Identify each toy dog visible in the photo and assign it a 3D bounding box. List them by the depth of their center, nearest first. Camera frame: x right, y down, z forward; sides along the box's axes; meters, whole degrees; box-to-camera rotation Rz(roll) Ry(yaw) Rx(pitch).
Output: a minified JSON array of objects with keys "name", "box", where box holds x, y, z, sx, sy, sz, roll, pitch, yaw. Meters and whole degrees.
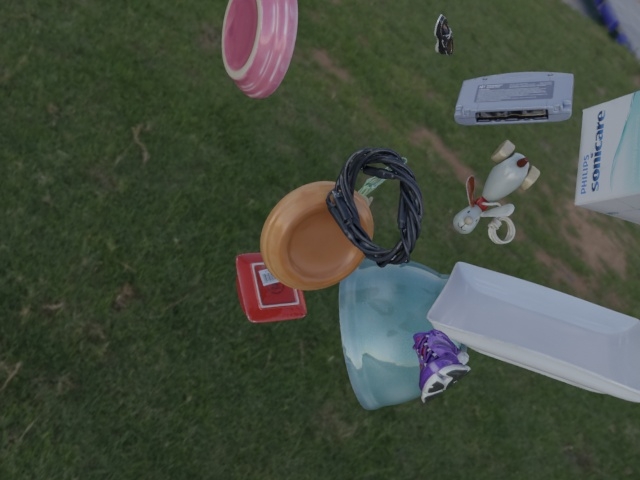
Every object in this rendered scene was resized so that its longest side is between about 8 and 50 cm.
[{"name":"toy dog","box":[0.563,-0.161,2.418,0.220,0.334,0.161,21,-3,0]}]

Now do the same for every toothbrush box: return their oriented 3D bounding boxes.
[{"name":"toothbrush box","box":[0.455,-0.089,0.811,0.216,0.295,0.126,13,79,-22]}]

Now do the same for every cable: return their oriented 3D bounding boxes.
[{"name":"cable","box":[0.092,-0.048,1.153,0.047,0.150,0.185,1,50,-53]}]

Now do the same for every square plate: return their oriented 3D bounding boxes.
[{"name":"square plate","box":[0.363,0.146,1.266,0.347,0.049,0.344,18,18,14]}]

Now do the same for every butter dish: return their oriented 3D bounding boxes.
[{"name":"butter dish","box":[-0.130,0.114,1.740,0.160,0.118,0.160,-3,74,-35]}]

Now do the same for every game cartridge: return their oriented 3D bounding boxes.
[{"name":"game cartridge","box":[0.513,-0.378,2.024,0.294,0.060,0.196,1,43,21]}]

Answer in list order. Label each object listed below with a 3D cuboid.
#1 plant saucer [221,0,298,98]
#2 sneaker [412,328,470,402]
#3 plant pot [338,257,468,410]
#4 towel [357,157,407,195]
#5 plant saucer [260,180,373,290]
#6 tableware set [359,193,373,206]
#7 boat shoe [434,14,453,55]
[{"name":"plant saucer","box":[-0.168,-0.531,1.952,0.084,0.332,0.332,1,52,-30]},{"name":"sneaker","box":[0.135,0.145,0.931,0.071,0.068,0.170,51,8,5]},{"name":"plant pot","box":[0.169,0.161,1.436,0.293,0.196,0.293,-9,90,-73]},{"name":"towel","box":[0.080,-0.111,2.167,0.038,0.324,0.248,52,36,0]},{"name":"plant saucer","box":[0.000,0.000,1.270,0.199,0.200,0.037,17,20,-29]},{"name":"tableware set","box":[0.036,-0.057,1.721,0.168,0.020,0.141,12,66,19]},{"name":"boat shoe","box":[0.290,-0.476,1.787,0.038,0.125,0.046,26,70,20]}]
